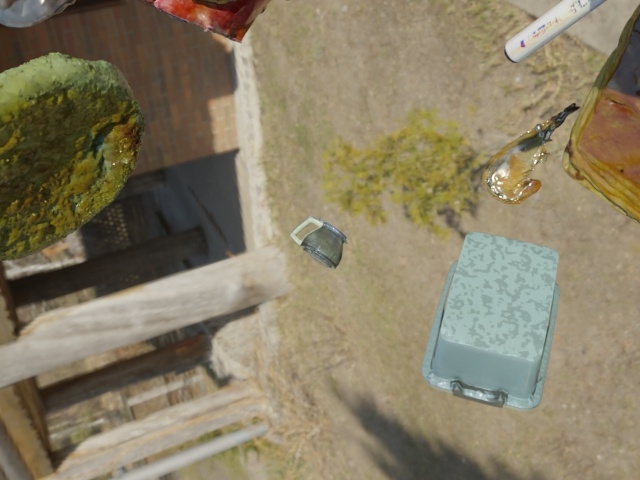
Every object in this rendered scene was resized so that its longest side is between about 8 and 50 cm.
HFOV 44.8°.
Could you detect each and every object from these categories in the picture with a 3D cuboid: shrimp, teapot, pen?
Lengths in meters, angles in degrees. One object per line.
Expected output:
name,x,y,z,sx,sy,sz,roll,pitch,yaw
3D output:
shrimp,0.458,-0.178,1.640,0.117,0.262,0.066,53,-179,4
teapot,0.000,0.000,1.180,0.088,0.057,0.066,33,170,6
pen,0.298,-0.269,0.828,0.269,0.033,0.033,-32,76,52

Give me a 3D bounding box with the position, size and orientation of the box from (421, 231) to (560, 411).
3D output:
box,0.237,0.104,1.053,0.130,0.162,0.227,85,-157,-52

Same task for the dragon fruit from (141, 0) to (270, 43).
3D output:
dragon fruit,-0.128,-0.385,0.841,0.269,0.250,0.291,31,108,42

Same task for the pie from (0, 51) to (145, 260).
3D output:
pie,-0.315,-0.090,0.849,0.078,0.277,0.277,42,149,22

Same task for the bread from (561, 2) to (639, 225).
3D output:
bread,0.467,-0.147,0.920,0.277,0.167,0.324,43,148,29

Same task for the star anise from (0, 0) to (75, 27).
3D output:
star anise,-0.093,-0.223,0.418,0.212,0.283,0.129,-18,128,37
